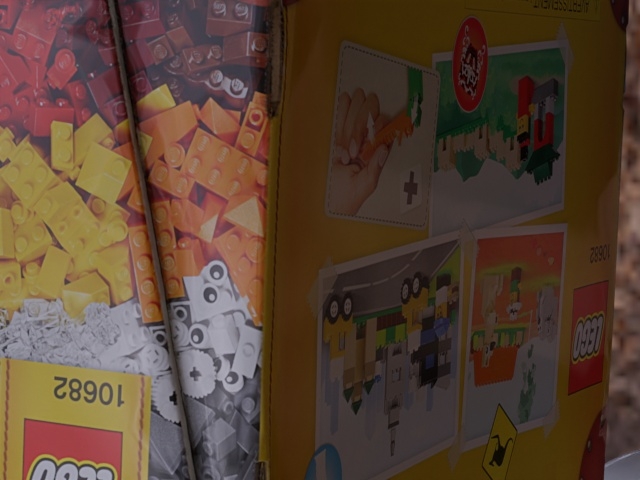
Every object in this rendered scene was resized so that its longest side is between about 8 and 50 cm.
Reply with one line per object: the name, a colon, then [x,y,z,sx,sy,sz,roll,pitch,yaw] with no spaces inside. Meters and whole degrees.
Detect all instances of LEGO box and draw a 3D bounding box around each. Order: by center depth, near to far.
LEGO box: [0.000,0.000,1.096,0.500,0.193,0.372,-8,-78,-63]

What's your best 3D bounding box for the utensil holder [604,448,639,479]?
utensil holder: [0.373,0.281,1.394,0.328,0.385,0.327,-4,85,48]
